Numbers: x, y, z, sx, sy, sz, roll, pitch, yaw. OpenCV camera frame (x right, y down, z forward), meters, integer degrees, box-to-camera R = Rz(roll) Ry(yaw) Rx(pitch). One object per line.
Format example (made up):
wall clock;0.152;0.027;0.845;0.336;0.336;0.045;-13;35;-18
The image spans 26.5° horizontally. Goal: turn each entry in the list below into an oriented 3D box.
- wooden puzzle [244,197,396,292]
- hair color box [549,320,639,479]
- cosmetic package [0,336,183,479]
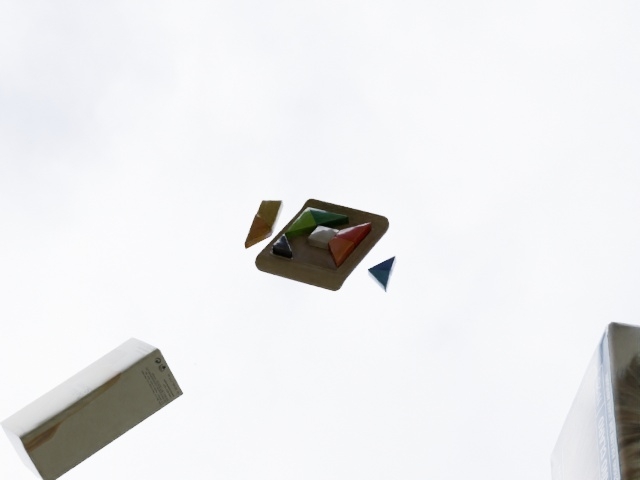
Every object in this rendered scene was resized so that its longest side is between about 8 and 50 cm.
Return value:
wooden puzzle;0.000;0.000;0.897;0.116;0.014;0.078;9;-136;22
hair color box;0.280;0.153;0.568;0.347;0.105;0.174;8;-137;-2
cosmetic package;-0.161;0.118;0.953;0.115;0.060;0.041;-33;-71;-22
